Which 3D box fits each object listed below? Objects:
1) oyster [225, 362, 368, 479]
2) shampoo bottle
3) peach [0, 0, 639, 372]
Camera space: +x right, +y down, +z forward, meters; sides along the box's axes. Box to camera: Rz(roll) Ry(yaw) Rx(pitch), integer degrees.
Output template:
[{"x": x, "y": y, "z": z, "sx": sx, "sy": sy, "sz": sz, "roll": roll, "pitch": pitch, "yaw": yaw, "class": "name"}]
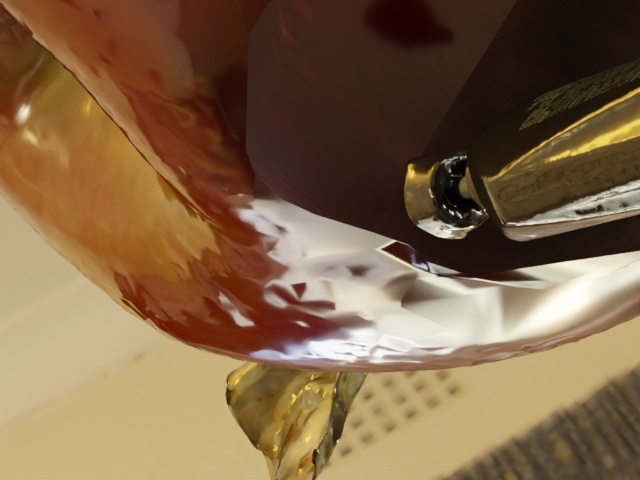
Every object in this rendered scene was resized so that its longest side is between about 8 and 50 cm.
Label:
[{"x": -0.001, "y": 0.002, "z": 0.935, "sx": 0.094, "sy": 0.166, "sz": 0.294, "roll": 19, "pitch": -111, "yaw": -38, "class": "oyster"}, {"x": 0.060, "y": -0.019, "z": 0.327, "sx": 0.048, "sy": 0.137, "sz": 0.027, "roll": -30, "pitch": -83, "yaw": -32, "class": "shampoo bottle"}, {"x": 0.044, "y": -0.127, "z": 0.533, "sx": 0.406, "sy": 0.310, "sz": 0.335, "roll": -16, "pitch": -56, "yaw": -4, "class": "peach"}]
